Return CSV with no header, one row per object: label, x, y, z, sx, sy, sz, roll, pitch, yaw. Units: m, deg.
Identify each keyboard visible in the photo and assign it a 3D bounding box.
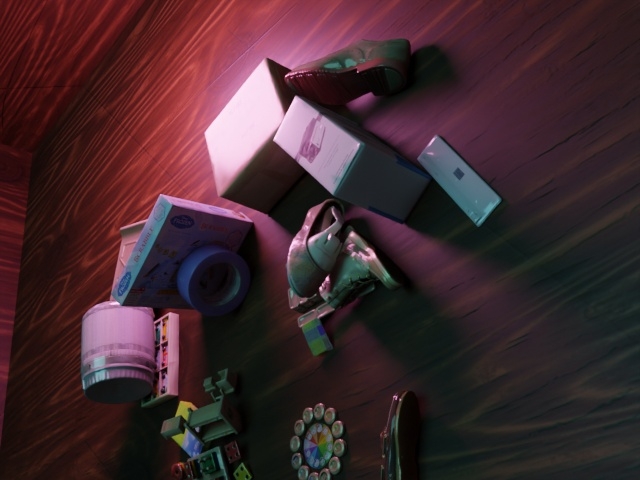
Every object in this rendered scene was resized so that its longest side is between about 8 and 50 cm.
keyboard,0.285,-0.131,1.377,0.072,0.014,0.256,-49,43,17

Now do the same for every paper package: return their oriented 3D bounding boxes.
paper package,-0.153,-0.291,1.838,0.325,0.168,0.309,-45,44,29

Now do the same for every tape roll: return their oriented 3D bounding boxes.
tape roll,-0.295,0.109,1.821,0.080,0.189,0.189,26,95,52

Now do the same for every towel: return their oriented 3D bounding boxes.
towel,-0.008,0.228,1.545,0.060,0.009,0.083,-33,76,29

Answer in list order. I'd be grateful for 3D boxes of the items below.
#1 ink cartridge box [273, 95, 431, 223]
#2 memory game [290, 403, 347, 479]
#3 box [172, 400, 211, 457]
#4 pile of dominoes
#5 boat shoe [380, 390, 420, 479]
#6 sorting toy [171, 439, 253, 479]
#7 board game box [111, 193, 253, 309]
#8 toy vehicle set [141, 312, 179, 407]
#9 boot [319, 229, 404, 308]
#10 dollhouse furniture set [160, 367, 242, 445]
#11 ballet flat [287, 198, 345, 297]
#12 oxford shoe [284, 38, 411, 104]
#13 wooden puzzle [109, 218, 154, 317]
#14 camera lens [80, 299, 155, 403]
ink cartridge box,0.065,-0.186,1.489,0.129,0.223,0.307,-60,40,15
memory game,-0.008,0.460,1.476,0.186,0.012,0.186,-23,59,43
box,-0.353,0.532,1.830,0.178,0.042,0.109,18,90,50
pile of dominoes,0.025,0.089,1.590,0.251,0.040,0.196,-31,52,29
boat shoe,0.146,0.395,1.272,0.073,0.073,0.207,-10,67,46
sorting toy,-0.288,0.611,1.686,0.274,0.046,0.132,-31,69,32
board game box,-0.381,0.045,1.845,0.066,0.319,0.318,38,105,33
toy vehicle set,-0.508,0.380,2.083,0.166,0.035,0.267,-32,52,38
boot,0.083,0.090,1.451,0.165,0.077,0.213,-53,38,9
dollhouse furniture set,-0.304,0.452,1.744,0.182,0.101,0.161,-22,31,16
ballet flat,0.000,0.000,1.490,0.106,0.107,0.316,-34,26,28
oxford shoe,0.072,-0.430,1.655,0.348,0.123,0.130,3,61,31
wooden puzzle,-0.630,0.111,2.315,0.322,0.080,0.347,-11,71,48
camera lens,-0.624,0.338,2.032,0.219,0.219,0.274,-39,49,34
